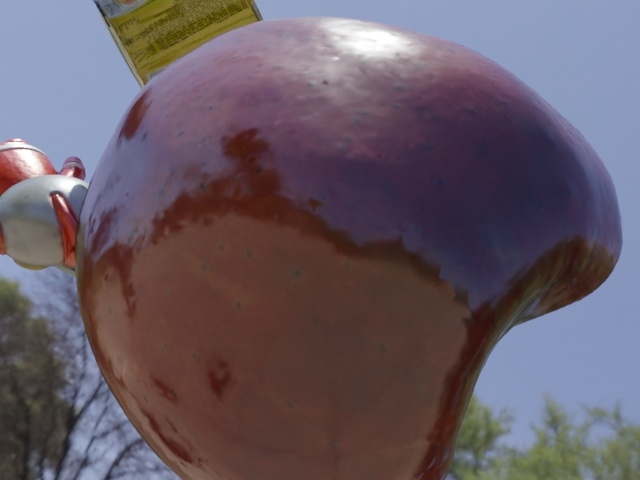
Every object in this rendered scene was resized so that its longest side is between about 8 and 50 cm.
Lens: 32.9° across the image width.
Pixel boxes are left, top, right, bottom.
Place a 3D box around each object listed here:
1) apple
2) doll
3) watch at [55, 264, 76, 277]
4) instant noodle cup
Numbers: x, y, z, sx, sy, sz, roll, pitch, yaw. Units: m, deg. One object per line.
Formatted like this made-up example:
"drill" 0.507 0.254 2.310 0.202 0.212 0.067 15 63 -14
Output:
"apple" 0.000 0.000 0.742 0.365 0.329 0.295 37 -53 45
"doll" -0.352 -0.043 1.334 0.336 0.200 0.105 32 -50 46
"watch" -0.324 0.040 1.614 0.237 0.068 0.195 31 -15 -33
"instant noodle cup" -0.210 -0.324 1.649 0.264 0.200 0.264 59 -6 9
